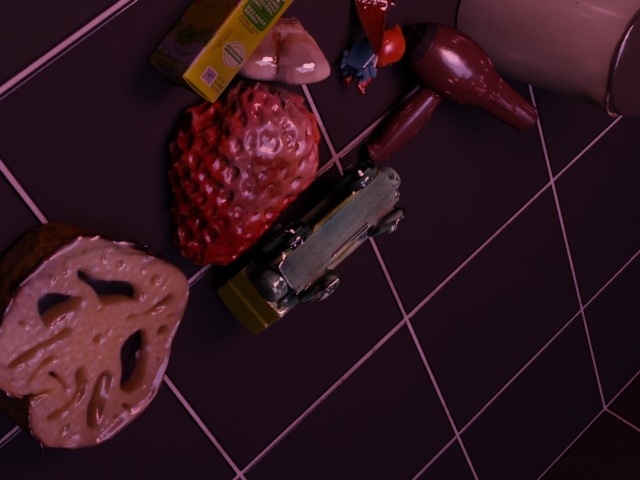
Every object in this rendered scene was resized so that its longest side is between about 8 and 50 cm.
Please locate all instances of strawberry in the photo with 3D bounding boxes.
[{"bbox_3d":[-0.121,-0.098,1.589,0.265,0.149,0.336,9,108,-46],"label":"strawberry"}]

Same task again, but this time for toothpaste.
[{"bbox_3d":[-0.122,-0.366,1.459,0.327,0.110,0.077,-53,134,-4],"label":"toothpaste"}]

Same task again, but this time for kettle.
[{"bbox_3d":[0.507,-0.431,1.783,0.361,0.377,0.250,-49,136,-7],"label":"kettle"}]

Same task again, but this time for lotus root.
[{"bbox_3d":[-0.379,0.147,1.535,0.375,0.111,0.390,-29,126,-28],"label":"lotus root"}]

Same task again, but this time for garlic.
[{"bbox_3d":[-0.073,-0.298,1.539,0.175,0.124,0.099,-2,129,-18],"label":"garlic"}]

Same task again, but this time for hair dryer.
[{"bbox_3d":[0.213,-0.221,1.819,0.313,0.123,0.340,34,106,-28],"label":"hair dryer"}]

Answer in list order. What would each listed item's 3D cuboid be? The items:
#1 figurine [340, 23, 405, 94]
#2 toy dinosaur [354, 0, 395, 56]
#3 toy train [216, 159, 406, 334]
[{"bbox_3d":[0.097,-0.335,1.706,0.140,0.068,0.075,-46,150,-19],"label":"figurine"},{"bbox_3d":[0.111,-0.491,1.594,0.207,0.113,0.327,22,102,-41],"label":"toy dinosaur"},{"bbox_3d":[0.000,0.000,1.719,0.369,0.237,0.150,-41,94,-31],"label":"toy train"}]
